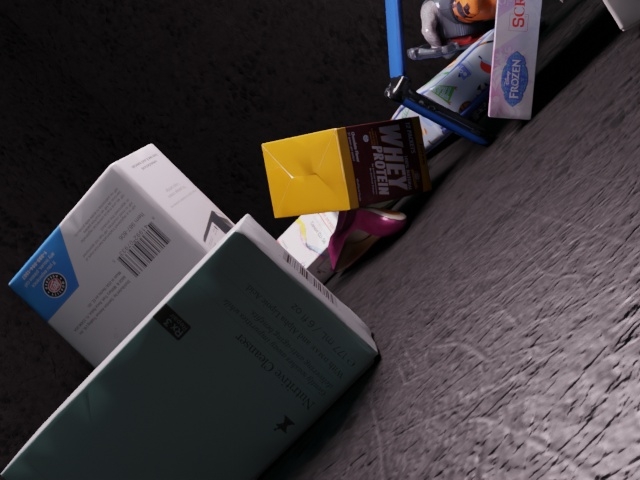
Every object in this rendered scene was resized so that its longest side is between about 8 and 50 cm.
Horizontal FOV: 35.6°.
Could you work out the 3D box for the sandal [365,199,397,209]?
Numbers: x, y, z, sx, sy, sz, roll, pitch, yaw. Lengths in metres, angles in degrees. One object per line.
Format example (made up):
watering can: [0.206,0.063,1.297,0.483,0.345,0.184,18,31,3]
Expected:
sandal: [0.069,-0.075,1.952,0.303,0.120,0.086,-46,-9,13]

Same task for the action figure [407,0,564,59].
action figure: [0.341,-0.486,2.025,0.341,0.179,0.330,-19,4,-30]

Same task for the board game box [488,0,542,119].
board game box: [0.303,-0.372,1.518,0.319,0.065,0.318,-58,-29,-68]

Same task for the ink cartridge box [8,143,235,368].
ink cartridge box: [-0.239,0.092,1.581,0.285,0.395,0.166,-44,3,21]

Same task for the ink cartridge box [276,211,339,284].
ink cartridge box: [0.000,0.000,1.865,0.198,0.067,0.115,-46,43,11]

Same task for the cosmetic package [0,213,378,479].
cosmetic package: [-0.144,0.180,1.135,0.385,0.217,0.156,-48,5,5]

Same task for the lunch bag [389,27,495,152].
lunch bag: [0.267,-0.291,1.984,0.243,0.115,0.303,-43,4,-21]

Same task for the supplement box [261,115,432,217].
supplement box: [0.044,-0.122,1.664,0.194,0.129,0.191,-14,6,-41]

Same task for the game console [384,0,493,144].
game console: [0.189,-0.293,1.654,0.173,0.250,0.293,-63,3,9]

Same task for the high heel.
high heel: [0.074,0.003,1.663,0.244,0.082,0.117,8,90,65]

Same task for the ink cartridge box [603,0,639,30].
ink cartridge box: [0.369,-0.436,1.269,0.117,0.283,0.207,-29,14,32]
